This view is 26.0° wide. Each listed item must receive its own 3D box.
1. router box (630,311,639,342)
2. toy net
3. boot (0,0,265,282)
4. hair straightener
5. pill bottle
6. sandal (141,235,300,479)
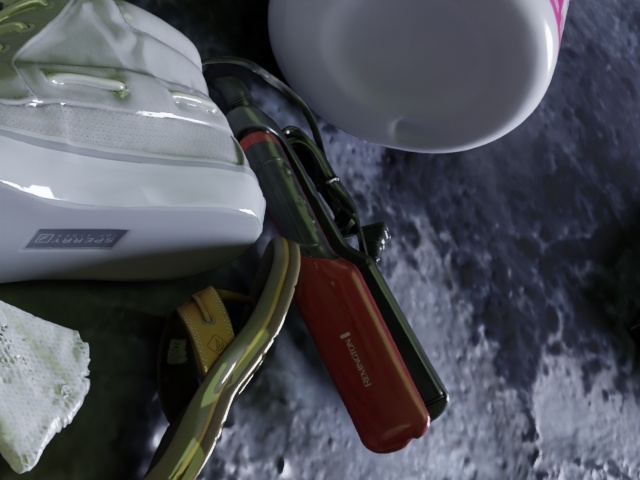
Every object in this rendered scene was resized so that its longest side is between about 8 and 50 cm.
[{"bbox_3d":[0.303,0.090,0.983,0.179,0.046,0.133,53,42,-9],"label":"router box"},{"bbox_3d":[-0.192,0.054,0.515,0.232,0.045,0.122,-11,71,-49],"label":"toy net"},{"bbox_3d":[-0.143,-0.052,0.599,0.258,0.095,0.123,6,54,-48],"label":"boot"},{"bbox_3d":[0.000,0.000,0.745,0.230,0.047,0.089,58,22,5],"label":"hair straightener"},{"bbox_3d":[0.080,-0.202,0.832,0.160,0.160,0.283,39,46,-23],"label":"pill bottle"},{"bbox_3d":[-0.056,0.057,0.638,0.049,0.072,0.180,31,50,-1],"label":"sandal"}]
